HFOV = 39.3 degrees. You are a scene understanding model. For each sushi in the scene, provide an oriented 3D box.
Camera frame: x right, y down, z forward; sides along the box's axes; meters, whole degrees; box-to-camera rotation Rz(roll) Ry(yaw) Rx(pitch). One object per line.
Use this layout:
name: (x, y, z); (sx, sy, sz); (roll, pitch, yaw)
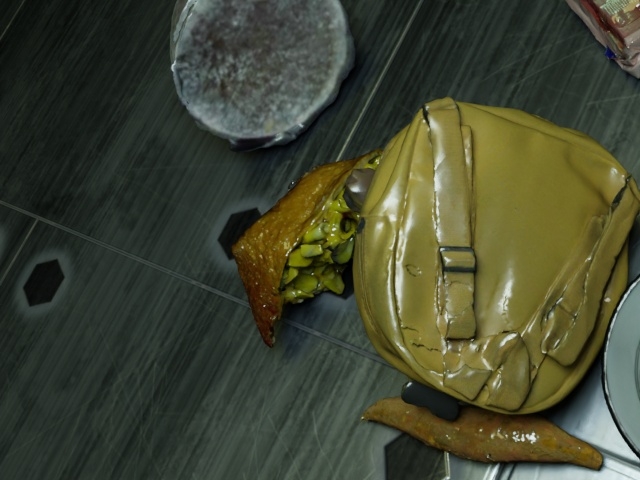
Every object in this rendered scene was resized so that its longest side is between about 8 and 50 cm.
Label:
sushi: (0.002, -0.003, 1.257); (0.296, 0.167, 0.179); (-40, 59, -19)

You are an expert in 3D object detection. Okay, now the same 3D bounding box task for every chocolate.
chocolate: (-0.121, -0.321, 1.430); (0.303, 0.303, 0.213); (-43, 37, 3)

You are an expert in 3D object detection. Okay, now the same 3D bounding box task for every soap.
soap: (0.490, -0.356, 1.205); (0.273, 0.098, 0.218); (-32, 54, 11)

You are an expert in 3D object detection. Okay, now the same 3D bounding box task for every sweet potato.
sweet potato: (0.180, 0.235, 1.092); (0.314, 0.066, 0.072); (1, 28, 31)

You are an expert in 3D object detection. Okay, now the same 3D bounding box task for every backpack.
backpack: (0.191, 0.017, 1.067); (0.354, 0.201, 0.378); (24, 71, -5)

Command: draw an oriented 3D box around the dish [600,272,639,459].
dish: (0.469, 0.141, 0.955); (0.316, 0.106, 0.316); (-14, 61, 26)
